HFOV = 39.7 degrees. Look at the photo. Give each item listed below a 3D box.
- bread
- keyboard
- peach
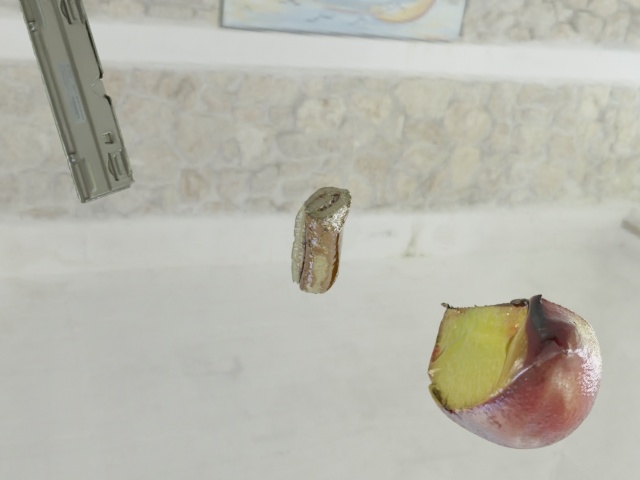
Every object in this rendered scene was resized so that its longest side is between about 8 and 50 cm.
[{"bbox_3d":[0.000,0.000,0.660,0.036,0.083,0.047,25,-135,15],"label":"bread"},{"bbox_3d":[-0.147,-0.089,0.532,0.015,0.129,0.049,-8,-168,31],"label":"keyboard"},{"bbox_3d":[0.235,0.159,1.010,0.154,0.159,0.267,24,164,-16],"label":"peach"}]
